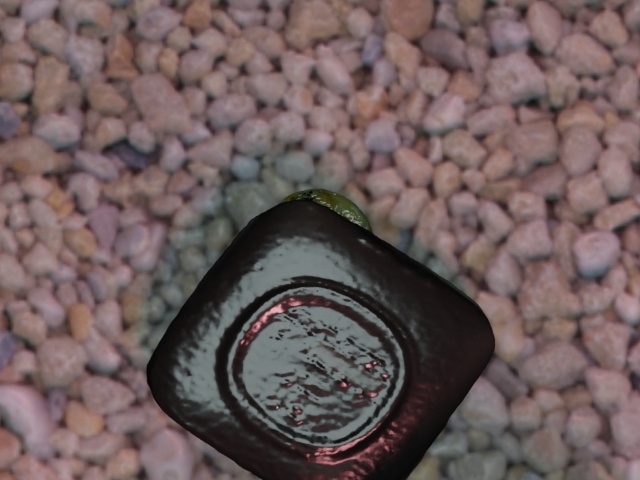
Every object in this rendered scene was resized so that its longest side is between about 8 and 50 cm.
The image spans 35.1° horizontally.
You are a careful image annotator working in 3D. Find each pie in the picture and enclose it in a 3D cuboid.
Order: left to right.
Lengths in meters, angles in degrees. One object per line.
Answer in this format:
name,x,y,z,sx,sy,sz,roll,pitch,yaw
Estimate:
pie,0.000,0.000,0.776,0.085,0.017,0.085,0,84,-2

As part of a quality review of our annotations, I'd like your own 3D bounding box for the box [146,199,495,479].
box,0.002,0.086,0.744,0.212,0.042,0.201,35,88,-4
